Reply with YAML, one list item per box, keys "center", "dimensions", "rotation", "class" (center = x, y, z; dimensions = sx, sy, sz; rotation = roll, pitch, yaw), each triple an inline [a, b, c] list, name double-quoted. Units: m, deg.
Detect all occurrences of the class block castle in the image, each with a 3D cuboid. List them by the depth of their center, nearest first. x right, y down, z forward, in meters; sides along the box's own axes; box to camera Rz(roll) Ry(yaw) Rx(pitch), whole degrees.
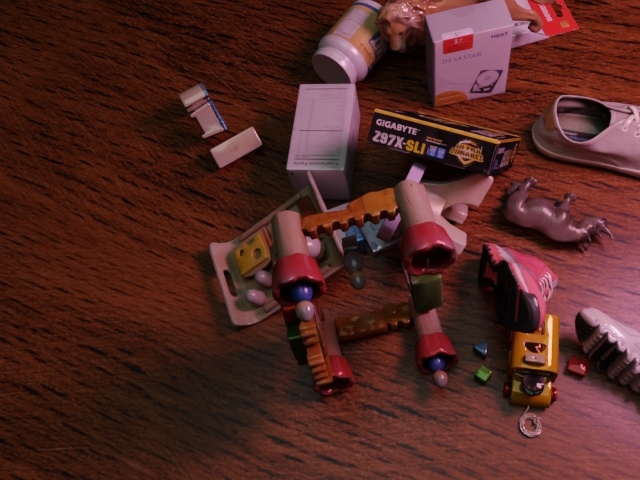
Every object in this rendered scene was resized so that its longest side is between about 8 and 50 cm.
- center: [0.087, 0.125, 1.228]
  dimensions: [0.303, 0.453, 0.212]
  rotation: [-13, 54, 2]
  class: "block castle"

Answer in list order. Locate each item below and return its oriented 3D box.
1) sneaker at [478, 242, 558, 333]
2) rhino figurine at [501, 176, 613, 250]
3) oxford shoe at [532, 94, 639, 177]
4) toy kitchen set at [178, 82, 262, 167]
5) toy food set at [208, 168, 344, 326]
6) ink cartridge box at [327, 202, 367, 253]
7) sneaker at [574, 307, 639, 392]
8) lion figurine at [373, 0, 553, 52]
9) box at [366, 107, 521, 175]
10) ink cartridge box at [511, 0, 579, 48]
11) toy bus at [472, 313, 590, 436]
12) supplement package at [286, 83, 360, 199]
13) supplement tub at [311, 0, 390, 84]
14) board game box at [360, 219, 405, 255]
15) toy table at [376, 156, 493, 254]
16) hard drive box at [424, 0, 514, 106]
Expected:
- center: [0.400, 0.079, 1.312]
  dimensions: [0.136, 0.115, 0.314]
  rotation: [3, 19, 0]
  class: "sneaker"
- center: [0.504, -0.049, 1.455]
  dimensions: [0.243, 0.073, 0.106]
  rotation: [25, 66, 19]
  class: "rhino figurine"
- center: [0.697, -0.231, 1.484]
  dimensions: [0.450, 0.130, 0.169]
  rotation: [10, 64, 13]
  class: "oxford shoe"
- center: [-0.253, -0.300, 1.727]
  dimensions: [0.122, 0.166, 0.207]
  rotation: [-29, 98, -5]
  class: "toy kitchen set"
- center: [-0.101, 0.018, 1.468]
  dimensions: [0.306, 0.092, 0.219]
  rotation: [-34, 59, 20]
  class: "toy food set"
- center: [0.000, 0.000, 1.525]
  dimensions: [0.181, 0.061, 0.104]
  rotation: [-21, 61, 0]
  class: "ink cartridge box"
- center: [0.612, 0.224, 1.283]
  dimensions: [0.292, 0.110, 0.118]
  rotation: [42, 68, 15]
  class: "sneaker"
- center: [0.339, -0.550, 1.614]
  dimensions: [0.392, 0.240, 0.142]
  rotation: [-22, 61, 25]
  class: "lion figurine"
- center: [0.274, -0.215, 1.455]
  dimensions: [0.257, 0.322, 0.079]
  rotation: [20, 106, 20]
  class: "box"
- center: [0.521, -0.588, 1.742]
  dimensions: [0.225, 0.056, 0.180]
  rotation: [-16, 62, 4]
  class: "ink cartridge box"
- center: [0.407, 0.236, 1.307]
  dimensions: [0.191, 0.104, 0.202]
  rotation: [-36, 62, -9]
  class: "toy bus"
- center: [0.011, -0.231, 1.601]
  dimensions: [0.139, 0.133, 0.243]
  rotation: [2, 63, 11]
  class: "supplement package"
- center: [0.085, -0.491, 1.717]
  dimensions: [0.144, 0.144, 0.199]
  rotation: [31, 72, 23]
  class: "supplement tub"
- center: [0.141, -0.023, 1.535]
  dimensions: [0.090, 0.020, 0.090]
  rotation: [-24, 62, -4]
  class: "board game box"
- center: [0.227, -0.056, 1.415]
  dimensions: [0.161, 0.252, 0.274]
  rotation: [27, 36, 3]
  class: "toy table"
- center: [0.341, -0.432, 1.591]
  dimensions: [0.181, 0.232, 0.089]
  rotation: [-12, 61, 5]
  class: "hard drive box"
